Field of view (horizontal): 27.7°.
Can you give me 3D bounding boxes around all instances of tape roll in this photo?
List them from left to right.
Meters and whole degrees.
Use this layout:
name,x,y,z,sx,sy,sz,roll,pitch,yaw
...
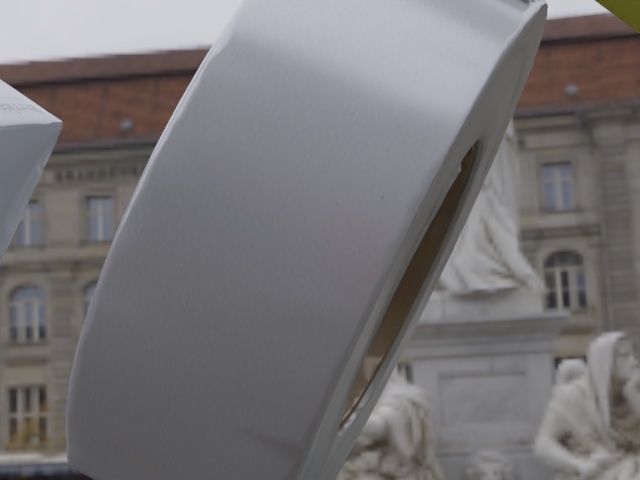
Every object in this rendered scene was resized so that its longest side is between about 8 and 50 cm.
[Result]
name,x,y,z,sx,sy,sz,roll,pitch,yaw
tape roll,0.000,0.000,0.593,0.100,0.286,0.286,26,-7,10

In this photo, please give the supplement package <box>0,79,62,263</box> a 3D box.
name,x,y,z,sx,sy,sz,roll,pitch,yaw
supplement package,-0.225,-0.051,0.565,0.179,0.105,0.105,34,18,14

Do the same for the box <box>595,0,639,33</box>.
name,x,y,z,sx,sy,sz,roll,pitch,yaw
box,0.313,-0.215,1.174,0.232,0.087,0.058,28,-57,-28
